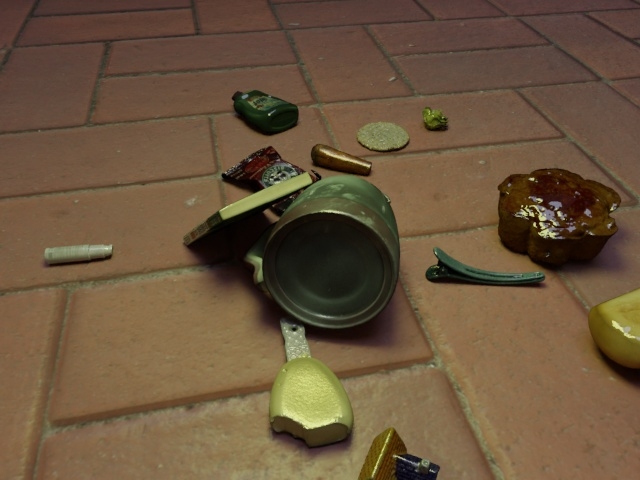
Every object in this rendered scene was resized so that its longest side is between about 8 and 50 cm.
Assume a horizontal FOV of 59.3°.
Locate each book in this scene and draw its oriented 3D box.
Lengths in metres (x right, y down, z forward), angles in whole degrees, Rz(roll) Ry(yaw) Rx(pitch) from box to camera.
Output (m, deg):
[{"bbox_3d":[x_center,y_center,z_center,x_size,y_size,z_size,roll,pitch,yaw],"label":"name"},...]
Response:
[{"bbox_3d":[-0.156,-0.060,1.140,0.202,0.027,0.264,-26,2,-30],"label":"book"}]

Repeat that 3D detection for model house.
[{"bbox_3d":[0.104,0.322,0.757,0.101,0.100,0.087,18,42,19],"label":"model house"}]

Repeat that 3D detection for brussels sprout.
[{"bbox_3d":[0.328,-0.345,1.611,0.085,0.058,0.085,12,8,-2],"label":"brussels sprout"}]

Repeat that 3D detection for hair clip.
[{"bbox_3d":[0.329,0.062,1.122,0.230,0.070,0.039,9,36,-2],"label":"hair clip"}]

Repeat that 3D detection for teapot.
[{"bbox_3d":[0.000,0.000,1.081,0.315,0.233,0.312,-14,22,17],"label":"teapot"}]

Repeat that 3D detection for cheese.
[{"bbox_3d":[-0.032,0.217,0.924,0.127,0.050,0.255,-9,39,-9],"label":"cheese"}]

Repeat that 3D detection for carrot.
[{"bbox_3d":[0.052,-0.204,1.438,0.162,0.055,0.055,20,43,12],"label":"carrot"}]

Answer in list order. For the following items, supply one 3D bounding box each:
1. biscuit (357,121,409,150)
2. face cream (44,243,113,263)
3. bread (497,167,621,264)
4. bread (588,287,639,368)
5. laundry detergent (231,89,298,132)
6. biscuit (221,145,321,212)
[{"bbox_3d":[0.174,-0.289,1.564,0.152,0.020,0.152,1,41,0],"label":"biscuit"},{"bbox_3d":[-0.494,0.026,1.158,0.130,0.034,0.034,-6,40,-7],"label":"face cream"},{"bbox_3d":[0.489,-0.053,1.192,0.247,0.135,0.232,17,42,18],"label":"bread"},{"bbox_3d":[0.575,0.151,0.975,0.217,0.098,0.147,-12,40,-18],"label":"bread"},{"bbox_3d":[-0.173,-0.389,1.639,0.144,0.078,0.222,-26,44,-31],"label":"laundry detergent"},{"bbox_3d":[-0.114,-0.153,1.363,0.235,0.063,0.151,35,62,29],"label":"biscuit"}]
